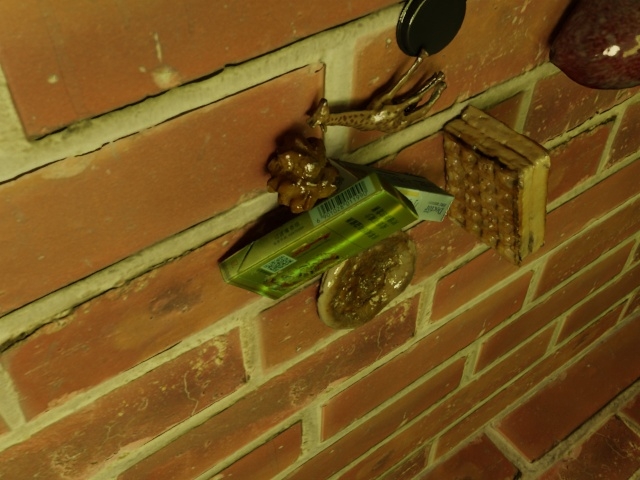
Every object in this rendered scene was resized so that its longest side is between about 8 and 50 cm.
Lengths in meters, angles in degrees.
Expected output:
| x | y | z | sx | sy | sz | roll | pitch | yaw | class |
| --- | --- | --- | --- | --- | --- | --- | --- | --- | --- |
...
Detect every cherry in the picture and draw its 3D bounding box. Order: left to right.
| x | y | z | sx | sy | sz | roll | pitch | yaw | class |
| --- | --- | --- | --- | --- | --- | --- | --- | --- | --- |
| 0.583 | -0.404 | 1.387 | 0.300 | 0.203 | 0.230 | -28 | 147 | -2 | cherry |

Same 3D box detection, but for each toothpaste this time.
| x | y | z | sx | sy | sz | roll | pitch | yaw | class |
| --- | --- | --- | --- | --- | --- | --- | --- | --- | --- |
| 0.126 | -0.087 | 1.324 | 0.313 | 0.089 | 0.071 | 5 | 117 | -49 | toothpaste |

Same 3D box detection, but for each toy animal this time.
| x | y | z | sx | sy | sz | roll | pitch | yaw | class |
| --- | --- | --- | --- | --- | --- | --- | --- | --- | --- |
| 0.097 | -0.220 | 1.175 | 0.276 | 0.054 | 0.149 | -26 | 153 | -16 | toy animal |

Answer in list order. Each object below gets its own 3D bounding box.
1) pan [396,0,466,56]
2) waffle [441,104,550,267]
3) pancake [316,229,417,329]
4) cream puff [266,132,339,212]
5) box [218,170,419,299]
| x | y | z | sx | sy | sz | roll | pitch | yaw | class |
| --- | --- | --- | --- | --- | --- | --- | --- | --- | --- |
| 0.220 | -0.381 | 1.163 | 0.235 | 0.028 | 0.136 | -36 | 146 | -14 | pan |
| 0.351 | -0.104 | 1.440 | 0.091 | 0.213 | 0.308 | -40 | 145 | -15 | waffle |
| 0.095 | 0.083 | 1.510 | 0.282 | 0.049 | 0.282 | -26 | 139 | -25 | pancake |
| -0.025 | -0.105 | 1.118 | 0.116 | 0.094 | 0.122 | -4 | 88 | -32 | cream puff |
| 0.000 | 0.000 | 1.217 | 0.311 | 0.043 | 0.173 | -31 | 154 | 17 | box |
